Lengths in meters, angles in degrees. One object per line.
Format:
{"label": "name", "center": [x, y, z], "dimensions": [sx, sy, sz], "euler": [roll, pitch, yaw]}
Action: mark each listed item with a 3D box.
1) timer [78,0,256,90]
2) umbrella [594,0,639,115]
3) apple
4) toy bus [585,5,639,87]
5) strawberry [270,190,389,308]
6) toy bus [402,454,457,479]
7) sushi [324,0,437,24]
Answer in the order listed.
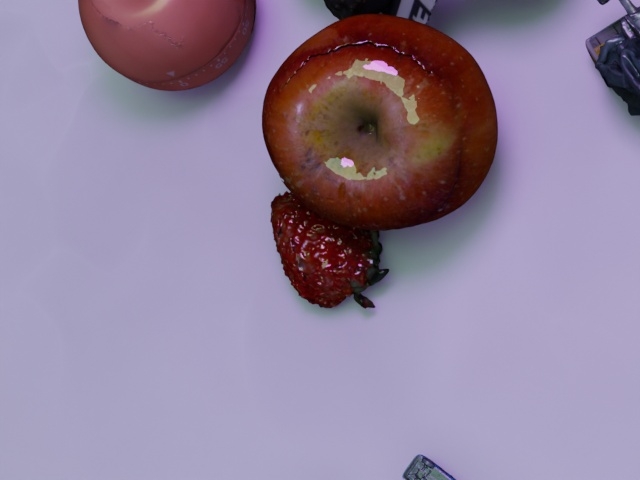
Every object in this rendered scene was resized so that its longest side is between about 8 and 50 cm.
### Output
{"label": "timer", "center": [-0.201, -0.314, 1.490], "dimensions": [0.230, 0.215, 0.229], "euler": [-2, 82, 19]}
{"label": "umbrella", "center": [0.398, -0.153, 1.230], "dimensions": [0.143, 0.094, 0.348], "euler": [-35, 83, 35]}
{"label": "apple", "center": [0.072, -0.142, 1.323], "dimensions": [0.272, 0.206, 0.251], "euler": [-6, 105, 19]}
{"label": "toy bus", "center": [0.400, -0.248, 1.317], "dimensions": [0.172, 0.057, 0.072], "euler": [-32, 58, 12]}
{"label": "strawberry", "center": [0.003, 0.002, 1.399], "dimensions": [0.140, 0.085, 0.192], "euler": [-22, 68, 18]}
{"label": "toy bus", "center": [0.138, 0.285, 1.295], "dimensions": [0.083, 0.046, 0.038], "euler": [36, 92, 23]}
{"label": "sushi", "center": [-0.006, -0.392, 1.384], "dimensions": [0.100, 0.296, 0.373], "euler": [-23, 64, -27]}
